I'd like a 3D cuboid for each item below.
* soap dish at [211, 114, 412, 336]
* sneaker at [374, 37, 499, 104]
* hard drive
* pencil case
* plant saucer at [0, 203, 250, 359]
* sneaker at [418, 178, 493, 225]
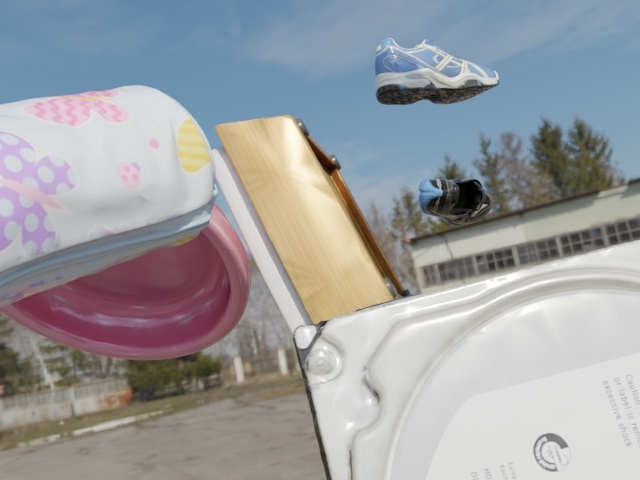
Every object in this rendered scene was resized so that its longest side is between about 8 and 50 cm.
[{"bbox_3d":[0.000,0.000,0.815,0.118,0.291,0.229,-31,-16,9],"label":"soap dish"},{"bbox_3d":[0.165,-0.236,0.938,0.211,0.081,0.080,-6,-7,-34],"label":"sneaker"},{"bbox_3d":[0.177,0.113,0.311,0.339,0.237,0.064,-13,-17,-4],"label":"hard drive"},{"bbox_3d":[-0.174,-0.015,0.362,0.124,0.113,0.273,20,26,22],"label":"pencil case"},{"bbox_3d":[-0.238,0.009,0.760,0.332,0.084,0.332,5,-44,5],"label":"plant saucer"},{"bbox_3d":[0.216,-0.056,1.015,0.078,0.067,0.188,5,0,36],"label":"sneaker"}]
